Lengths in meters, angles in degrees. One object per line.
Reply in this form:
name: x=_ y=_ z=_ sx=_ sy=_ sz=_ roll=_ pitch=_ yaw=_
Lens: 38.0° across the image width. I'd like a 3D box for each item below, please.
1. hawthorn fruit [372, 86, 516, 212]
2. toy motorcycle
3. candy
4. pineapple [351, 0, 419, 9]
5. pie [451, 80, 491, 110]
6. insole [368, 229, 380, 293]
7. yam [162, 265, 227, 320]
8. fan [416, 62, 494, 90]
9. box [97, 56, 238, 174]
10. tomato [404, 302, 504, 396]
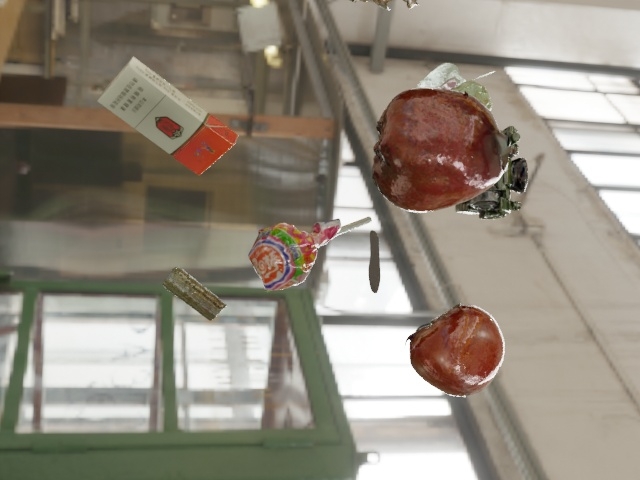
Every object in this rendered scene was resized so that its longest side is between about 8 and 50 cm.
hawthorn fruit: x=0.175 y=-0.131 z=1.314 sx=0.185 sy=0.202 sz=0.185 roll=2 pitch=90 yaw=-86
toy motorcycle: x=0.342 y=-0.134 z=1.949 sx=0.275 sy=0.127 sz=0.205 roll=145 pitch=-51 yaw=-72
candy: x=0.000 y=0.000 z=1.786 sx=0.124 sy=0.365 sz=0.124 roll=10 pitch=-72 yaw=33
pineapple: x=0.100 y=-0.519 z=1.407 sx=0.300 sy=0.352 sz=0.353 roll=-26 pitch=128 yaw=-54
pie: x=0.227 y=-0.178 z=1.657 sx=0.240 sy=0.054 sz=0.240 roll=-49 pitch=159 yaw=-26
insole: x=0.118 y=0.046 z=2.038 sx=0.002 sy=0.053 sz=0.153 roll=-16 pitch=-120 yaw=31
yam: x=-0.253 y=0.107 z=1.867 sx=0.054 sy=0.132 sz=0.054 roll=-50 pitch=-172 yaw=10
fan: x=0.340 y=-0.385 z=2.343 sx=0.010 sy=0.310 sz=0.182 roll=41 pitch=-38 yaw=32
box: x=-0.290 y=-0.232 z=1.766 sx=0.139 sy=0.245 sz=0.035 roll=-32 pitch=-153 yaw=44
tomato: x=0.235 y=0.197 z=1.610 sx=0.167 sy=0.167 sz=0.167 roll=-178 pitch=-90 yaw=-79
